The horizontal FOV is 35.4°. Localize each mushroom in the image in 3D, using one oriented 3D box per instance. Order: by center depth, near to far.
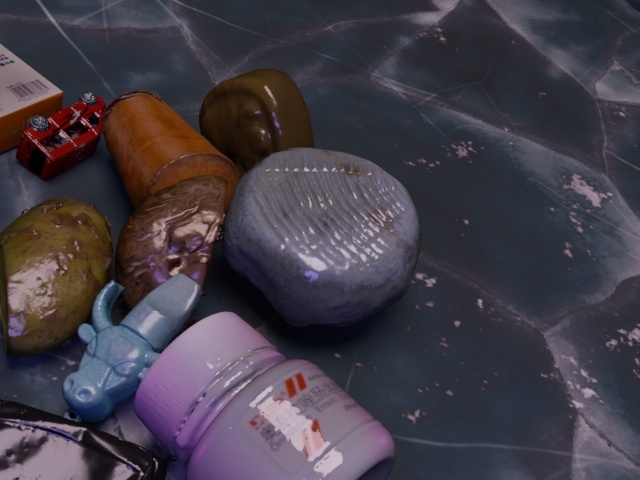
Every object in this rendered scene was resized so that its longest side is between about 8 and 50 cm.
[{"bbox_3d":[-0.242,0.008,1.586,0.151,0.156,0.285,18,68,-12],"label":"mushroom"}]

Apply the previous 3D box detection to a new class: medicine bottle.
[{"bbox_3d":[-0.079,0.263,1.344,0.302,0.241,0.241,40,45,21],"label":"medicine bottle"}]

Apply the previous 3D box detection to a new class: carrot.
[{"bbox_3d":[-0.279,-0.128,1.763,0.196,0.196,0.254,-12,40,-32],"label":"carrot"}]

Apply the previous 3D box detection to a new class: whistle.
[{"bbox_3d":[-0.271,0.158,1.442,0.186,0.093,0.274,28,65,25],"label":"whistle"}]

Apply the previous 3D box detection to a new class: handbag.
[{"bbox_3d":[-0.356,0.333,1.285,0.275,0.088,0.244,22,45,1],"label":"handbag"}]

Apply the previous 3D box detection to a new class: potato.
[{"bbox_3d":[-0.412,0.048,1.520,0.176,0.141,0.298,13,41,-2],"label":"potato"}]

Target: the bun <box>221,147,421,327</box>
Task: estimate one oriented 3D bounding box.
[{"bbox_3d":[0.005,-0.001,1.696,0.354,0.194,0.354,9,46,-9],"label":"bun"}]

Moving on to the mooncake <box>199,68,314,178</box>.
[{"bbox_3d":[-0.118,-0.203,1.845,0.117,0.235,0.235,-26,58,-41],"label":"mooncake"}]

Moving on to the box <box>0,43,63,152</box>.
[{"bbox_3d":[-0.631,-0.245,1.785,0.221,0.091,0.274,38,44,21],"label":"box"}]

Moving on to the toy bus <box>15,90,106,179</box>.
[{"bbox_3d":[-0.451,-0.190,1.810,0.089,0.081,0.195,41,44,8],"label":"toy bus"}]
